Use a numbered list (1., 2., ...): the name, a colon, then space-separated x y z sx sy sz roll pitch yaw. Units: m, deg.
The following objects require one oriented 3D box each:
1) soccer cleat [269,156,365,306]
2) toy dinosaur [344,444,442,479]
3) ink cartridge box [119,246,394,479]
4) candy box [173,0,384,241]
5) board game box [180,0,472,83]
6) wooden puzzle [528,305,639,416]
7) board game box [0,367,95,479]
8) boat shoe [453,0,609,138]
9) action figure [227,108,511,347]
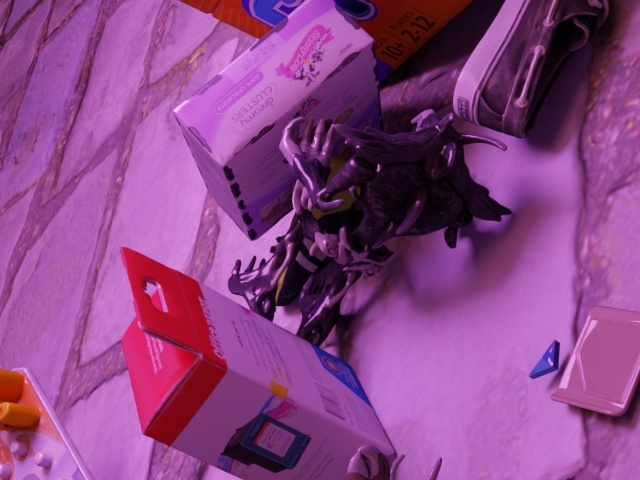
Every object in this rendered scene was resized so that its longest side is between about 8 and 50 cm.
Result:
1. soccer cleat: 0.000 0.000 1.196 0.060 0.072 0.179 -92 19 -46
2. toy dinosaur: -0.023 0.288 0.883 0.121 0.160 0.314 46 118 37
3. ink cartridge box: -0.068 0.109 1.008 0.078 0.231 0.134 -53 27 13
4. candy box: -0.030 -0.103 1.160 0.165 0.070 0.196 -40 -17 -9
5. board game box: 0.007 -0.409 1.170 0.357 0.356 0.356 -70 13 -19
6. wooden puzzle: 0.185 0.077 0.848 0.079 0.014 0.116 -58 27 -5
7. board game box: -0.325 0.377 1.236 0.390 0.050 0.390 -53 48 13
8. boat shoe: 0.187 -0.177 1.044 0.070 0.078 0.219 25 80 29
9. action figure: 0.037 -0.035 1.059 0.276 0.164 0.141 -45 35 37
